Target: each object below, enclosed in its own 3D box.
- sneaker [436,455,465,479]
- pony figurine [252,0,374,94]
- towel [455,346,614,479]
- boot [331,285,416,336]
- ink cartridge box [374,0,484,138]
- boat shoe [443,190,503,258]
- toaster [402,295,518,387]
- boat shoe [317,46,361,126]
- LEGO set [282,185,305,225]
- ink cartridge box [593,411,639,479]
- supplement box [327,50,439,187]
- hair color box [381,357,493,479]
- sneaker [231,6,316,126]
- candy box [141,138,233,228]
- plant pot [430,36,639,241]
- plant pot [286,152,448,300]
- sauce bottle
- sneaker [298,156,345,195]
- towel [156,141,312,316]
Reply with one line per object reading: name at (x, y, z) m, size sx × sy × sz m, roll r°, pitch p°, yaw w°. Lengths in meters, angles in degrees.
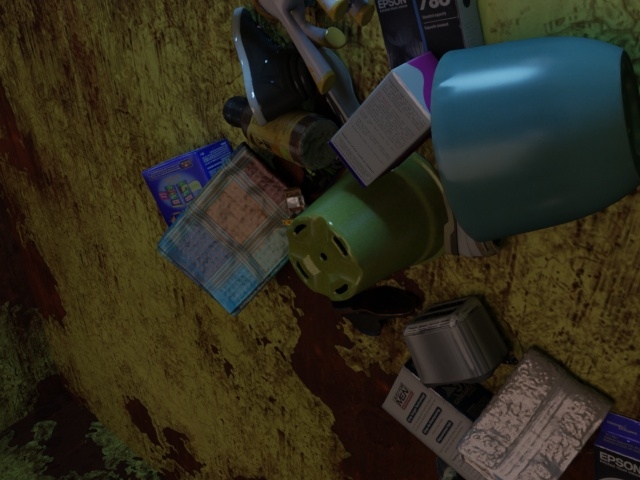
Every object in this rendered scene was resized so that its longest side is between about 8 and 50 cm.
sneaker at (0.361, 0.609, 1.634) m, size 0.283 × 0.110 × 0.122 m, roll 63°, pitch 172°, yaw -23°
pony figurine at (-0.077, -0.479, 1.182) m, size 0.363 × 0.303 × 0.351 m, roll 43°, pitch 157°, yaw 14°
towel at (0.408, 0.368, 1.339) m, size 0.187 × 0.049 × 0.282 m, roll 36°, pitch 107°, yaw 21°
boot at (0.139, 0.166, 1.573) m, size 0.219 × 0.082 × 0.106 m, roll 2°, pitch 139°, yaw 41°
ink cartridge box at (0.188, -0.337, 1.157) m, size 0.165 × 0.065 × 0.332 m, roll 5°, pitch 118°, yaw 45°
boat shoe at (0.273, -0.080, 1.198) m, size 0.103 × 0.113 × 0.302 m, roll 9°, pitch 146°, yaw 19°
toaster at (0.275, 0.206, 1.397) m, size 0.227 × 0.129 × 0.146 m, roll -21°, pitch 98°, yaw 51°
boat shoe at (0.031, -0.276, 1.352) m, size 0.065 × 0.075 × 0.206 m, roll -15°, pitch 109°, yaw 47°
LEGO set at (0.000, 0.000, 1.541) m, size 0.132 × 0.107 × 0.287 m, roll -39°, pitch 101°, yaw 25°
ink cartridge box at (0.615, 0.436, 1.272) m, size 0.206 × 0.045 × 0.208 m, roll 12°, pitch 123°, yaw 42°
supplement box at (0.128, -0.203, 1.176) m, size 0.114 × 0.111 × 0.220 m, roll 52°, pitch 143°, yaw 5°
hair color box at (0.317, 0.406, 1.509) m, size 0.347 × 0.105 × 0.174 m, roll 38°, pitch 135°, yaw 21°
sneaker at (-0.088, -0.371, 1.386) m, size 0.104 × 0.147 × 0.295 m, roll 60°, pitch -167°, yaw -61°
candy box at (-0.292, -0.077, 1.790) m, size 0.268 × 0.122 × 0.317 m, roll -9°, pitch 109°, yaw 47°
plant pot at (0.324, -0.155, 0.980) m, size 0.235 × 0.293 × 0.293 m, roll -8°, pitch 111°, yaw 33°
plant pot at (0.080, -0.018, 1.340) m, size 0.276 × 0.254 × 0.276 m, roll 26°, pitch 133°, yaw 31°
sauce bottle at (-0.095, -0.240, 1.451) m, size 0.344 × 0.111 × 0.111 m, roll 31°, pitch 137°, yaw 50°
sneaker at (0.006, -0.158, 1.457) m, size 0.067 × 0.078 × 0.188 m, roll 46°, pitch 138°, yaw 13°
towel at (-0.199, -0.016, 1.645) m, size 0.271 × 0.040 × 0.370 m, roll 43°, pitch 115°, yaw -3°
